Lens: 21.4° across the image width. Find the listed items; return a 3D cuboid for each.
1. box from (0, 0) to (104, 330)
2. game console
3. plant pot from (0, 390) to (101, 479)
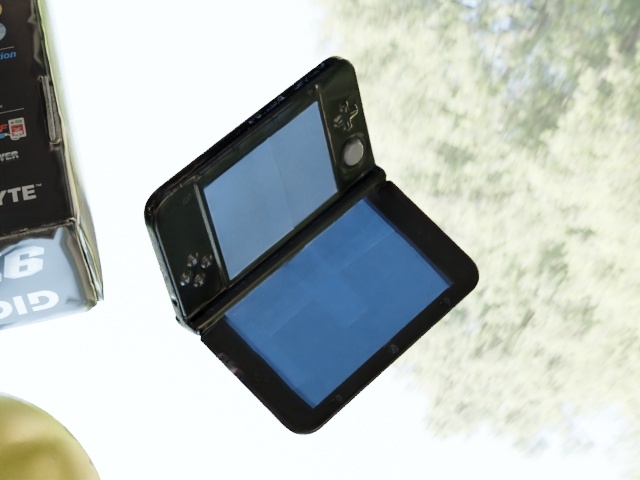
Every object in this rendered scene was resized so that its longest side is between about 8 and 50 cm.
[{"bbox_3d":[-0.195,-0.035,0.571,0.220,0.051,0.175,-13,-127,-5],"label":"box"},{"bbox_3d":[0.000,0.000,0.846,0.085,0.124,0.144,27,-125,37],"label":"game console"},{"bbox_3d":[-0.165,0.133,0.730,0.134,0.095,0.134,0,-91,4],"label":"plant pot"}]
